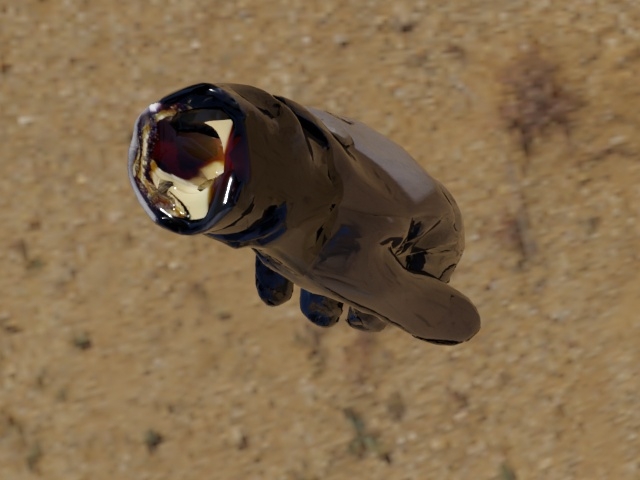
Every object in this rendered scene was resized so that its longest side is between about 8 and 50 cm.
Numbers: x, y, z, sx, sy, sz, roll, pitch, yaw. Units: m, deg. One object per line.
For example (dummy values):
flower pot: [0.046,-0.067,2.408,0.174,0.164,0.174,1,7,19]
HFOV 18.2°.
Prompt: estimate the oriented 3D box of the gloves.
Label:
gloves: [0.005,-0.008,1.067,0.119,0.285,0.142,-44,62,2]
